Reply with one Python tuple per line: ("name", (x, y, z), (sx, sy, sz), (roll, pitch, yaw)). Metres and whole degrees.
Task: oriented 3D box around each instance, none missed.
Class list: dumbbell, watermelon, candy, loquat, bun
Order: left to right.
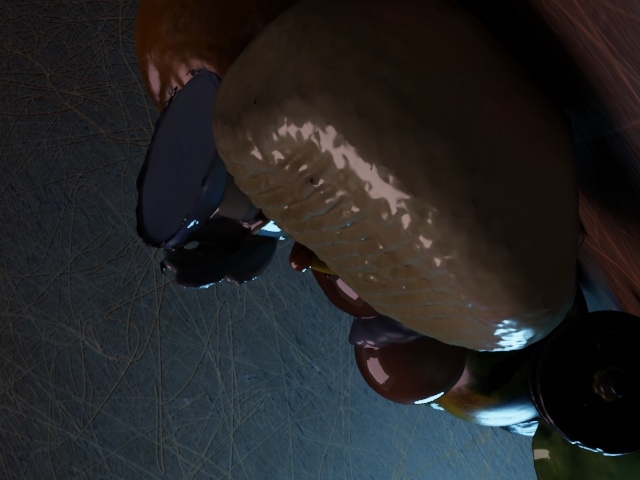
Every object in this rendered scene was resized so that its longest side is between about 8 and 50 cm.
("loquat", (-0.070, -0.234, 1.293), (0.328, 0.328, 0.328), (54, -177, -4))
("bun", (0.078, -0.070, 0.869), (0.361, 0.213, 0.361), (36, 167, 10))
("watermelon", (0.218, 0.109, 1.360), (0.269, 0.269, 0.269), (54, -177, -4))
("dumbbell", (0.294, 0.147, 1.115), (0.143, 0.143, 0.325), (55, -177, 10))
("candy", (0.398, 0.310, 1.354), (0.343, 0.132, 0.142), (32, 177, -39))

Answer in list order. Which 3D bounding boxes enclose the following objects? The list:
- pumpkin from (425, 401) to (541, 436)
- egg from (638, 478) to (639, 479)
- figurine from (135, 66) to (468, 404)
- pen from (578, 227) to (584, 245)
("pumpkin", (0.301, 0.209, 1.779), (0.296, 0.296, 0.296), (54, -177, -4))
("egg", (0.355, 0.308, 0.942), (0.269, 0.219, 0.219), (58, 180, -36))
("figurine", (0.001, 0.000, 1.146), (0.388, 0.248, 0.276), (17, -150, -30))
("pen", (0.214, -0.058, 1.015), (0.204, 0.025, 0.025), (52, -176, -44))
